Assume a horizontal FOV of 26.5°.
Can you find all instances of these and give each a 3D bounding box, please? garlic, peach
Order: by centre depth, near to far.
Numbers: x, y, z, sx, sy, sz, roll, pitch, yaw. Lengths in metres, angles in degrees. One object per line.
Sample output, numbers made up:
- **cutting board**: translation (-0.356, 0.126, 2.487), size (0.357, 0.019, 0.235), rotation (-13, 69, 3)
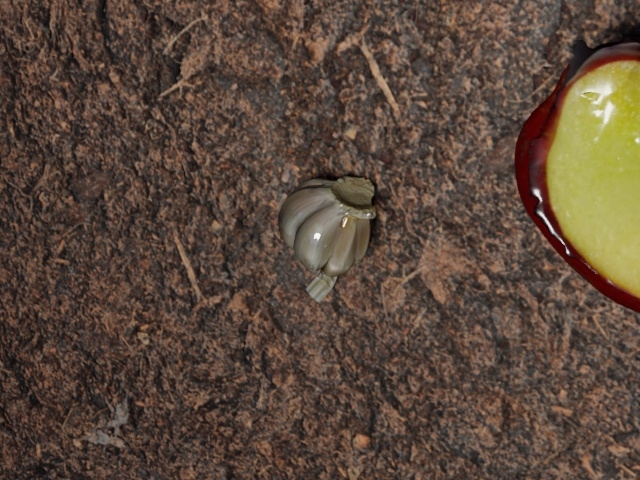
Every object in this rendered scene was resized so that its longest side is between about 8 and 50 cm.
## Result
- **peach**: translation (0.385, -0.053, 1.540), size (0.362, 0.201, 0.257), rotation (44, 98, 7)
- **garlic**: translation (0.000, 0.000, 1.840), size (0.194, 0.127, 0.131), rotation (108, 155, -45)
